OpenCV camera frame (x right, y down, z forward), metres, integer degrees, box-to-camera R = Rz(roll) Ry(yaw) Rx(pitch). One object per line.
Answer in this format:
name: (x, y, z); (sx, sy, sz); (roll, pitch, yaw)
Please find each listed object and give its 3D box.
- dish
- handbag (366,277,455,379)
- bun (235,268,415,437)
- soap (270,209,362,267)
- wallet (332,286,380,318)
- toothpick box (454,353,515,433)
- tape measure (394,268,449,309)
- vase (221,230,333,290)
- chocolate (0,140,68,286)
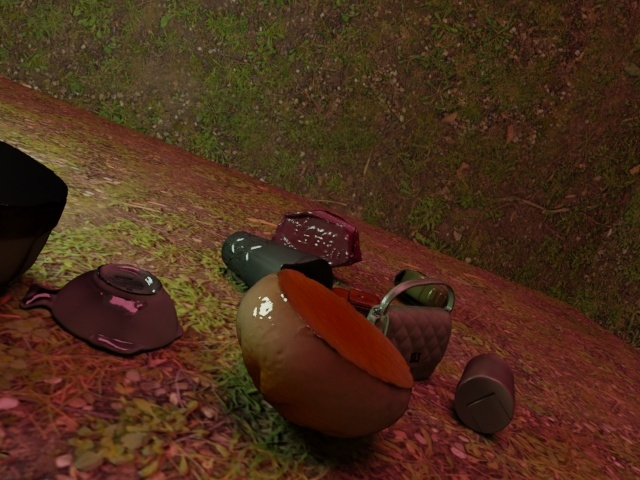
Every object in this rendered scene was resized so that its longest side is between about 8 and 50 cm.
dish: (-0.329, 0.089, 0.795); (0.246, 0.078, 0.224); (18, 14, -21)
handbag: (0.186, 0.179, 1.016); (0.256, 0.219, 0.079); (10, 15, -43)
bun: (-0.011, 0.184, 0.762); (0.299, 0.165, 0.299); (39, 9, -7)
soap: (0.000, 0.000, 1.561); (0.289, 0.182, 0.112); (27, 17, 23)
wallet: (0.088, 0.159, 1.266); (0.142, 0.045, 0.204); (13, 4, 3)
toothpick box: (0.336, 0.304, 1.008); (0.111, 0.111, 0.181); (27, 11, 18)
tape measure: (0.334, 0.166, 1.641); (0.200, 0.106, 0.175); (35, 3, 39)
vase: (-0.107, 0.076, 1.157); (0.301, 0.156, 0.251); (26, -17, 44)
chocolate: (-0.538, -0.042, 0.723); (0.283, 0.186, 0.283); (31, 10, -6)
